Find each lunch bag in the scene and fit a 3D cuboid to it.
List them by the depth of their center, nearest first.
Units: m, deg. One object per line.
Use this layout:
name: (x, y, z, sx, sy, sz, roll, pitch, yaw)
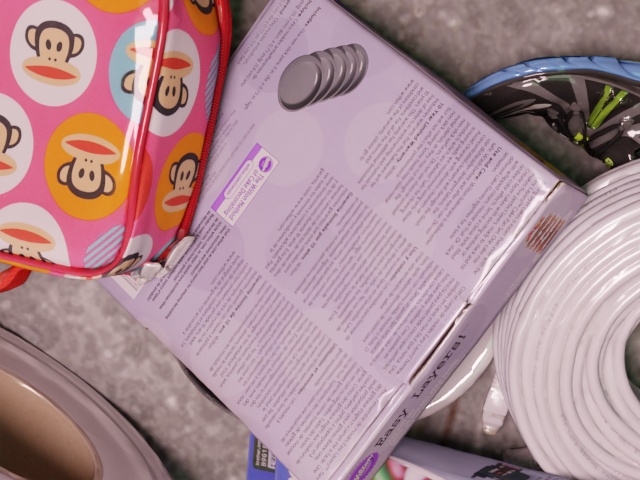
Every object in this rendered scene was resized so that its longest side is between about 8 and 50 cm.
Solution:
lunch bag: (-0.216, -0.085, 0.950, 0.293, 0.120, 0.258, 15, 99, 20)

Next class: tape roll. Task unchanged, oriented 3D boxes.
tape roll: (-0.228, 0.151, 0.934, 0.286, 0.286, 0.100, 36, 99, -1)

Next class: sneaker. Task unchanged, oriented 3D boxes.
sneaker: (0.188, -0.083, 0.971, 0.188, 0.067, 0.078, 5, 93, 1)

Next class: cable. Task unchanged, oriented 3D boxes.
cable: (0.243, 0.069, 0.960, 0.257, 0.089, 0.257, 5, 111, 2)

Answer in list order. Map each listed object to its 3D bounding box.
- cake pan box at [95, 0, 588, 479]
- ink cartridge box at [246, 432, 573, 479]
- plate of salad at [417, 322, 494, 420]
cake pan box: (0.000, 0.000, 0.952, 0.246, 0.070, 0.267, 40, 100, 27)
ink cartridge box: (0.066, 0.231, 0.978, 0.311, 0.065, 0.186, 12, 104, 29)
plate of salad: (0.033, 0.038, 1.014, 0.200, 0.048, 0.200, 1, 100, 4)
